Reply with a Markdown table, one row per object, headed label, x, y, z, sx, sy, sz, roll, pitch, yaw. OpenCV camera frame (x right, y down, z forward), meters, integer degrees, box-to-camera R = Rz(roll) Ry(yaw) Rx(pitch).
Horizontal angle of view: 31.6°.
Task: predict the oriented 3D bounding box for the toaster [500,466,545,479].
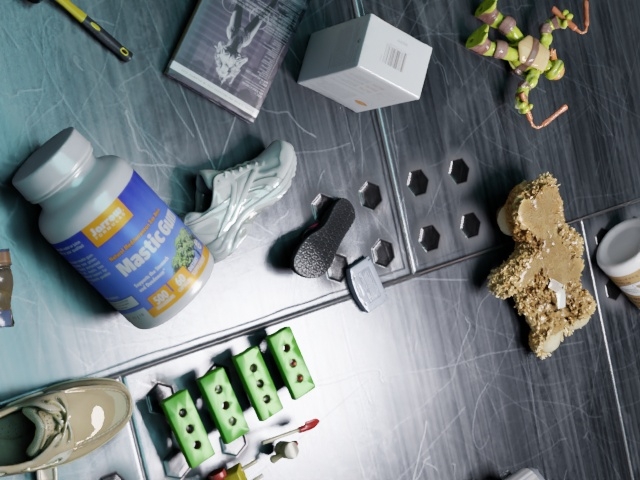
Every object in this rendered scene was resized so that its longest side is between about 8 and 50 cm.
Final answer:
| label | x | y | z | sx | sy | sz | roll | pitch | yaw |
| --- | --- | --- | --- | --- | --- | --- | --- | --- | --- |
| toaster | 0.345 | 0.514 | 1.946 | 0.146 | 0.129 | 0.227 | -21 | 72 | -29 |

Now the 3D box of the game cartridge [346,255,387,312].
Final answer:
| label | x | y | z | sx | sy | sz | roll | pitch | yaw |
| --- | --- | --- | --- | --- | --- | --- | --- | --- | --- |
| game cartridge | 0.075 | 0.075 | 1.877 | 0.056 | 0.017 | 0.083 | -32 | 105 | -35 |

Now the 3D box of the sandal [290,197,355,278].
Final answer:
| label | x | y | z | sx | sy | sz | roll | pitch | yaw |
| --- | --- | --- | --- | --- | --- | --- | --- | --- | --- |
| sandal | 0.000 | 0.000 | 1.820 | 0.067 | 0.040 | 0.179 | 59 | 45 | -24 |

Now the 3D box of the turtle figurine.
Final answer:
| label | x | y | z | sx | sy | sz | roll | pitch | yaw |
| --- | --- | --- | --- | --- | --- | --- | --- | --- | --- |
| turtle figurine | 0.376 | -0.357 | 2.068 | 0.217 | 0.087 | 0.270 | 28 | 80 | -23 |

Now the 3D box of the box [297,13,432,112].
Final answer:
| label | x | y | z | sx | sy | sz | roll | pitch | yaw |
| --- | --- | --- | --- | --- | --- | --- | --- | --- | --- |
| box | 0.068 | -0.278 | 1.797 | 0.130 | 0.170 | 0.091 | 22 | 76 | -32 |

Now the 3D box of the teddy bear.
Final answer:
| label | x | y | z | sx | sy | sz | roll | pitch | yaw |
| --- | --- | --- | --- | --- | --- | --- | --- | --- | --- |
| teddy bear | 0.398 | 0.048 | 2.064 | 0.245 | 0.113 | 0.338 | -46 | 120 | -20 |

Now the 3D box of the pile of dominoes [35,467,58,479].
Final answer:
| label | x | y | z | sx | sy | sz | roll | pitch | yaw |
| --- | --- | --- | --- | --- | --- | --- | --- | --- | --- |
| pile of dominoes | -0.440 | 0.404 | 1.501 | 0.196 | 0.040 | 0.251 | -1 | 80 | -34 |

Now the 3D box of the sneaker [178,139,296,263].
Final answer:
| label | x | y | z | sx | sy | sz | roll | pitch | yaw |
| --- | --- | --- | --- | --- | --- | --- | --- | --- | --- |
| sneaker | -0.126 | -0.081 | 1.703 | 0.115 | 0.090 | 0.232 | 46 | 63 | -20 |

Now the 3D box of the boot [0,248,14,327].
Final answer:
| label | x | y | z | sx | sy | sz | roll | pitch | yaw |
| --- | --- | --- | --- | --- | --- | --- | --- | --- | --- |
| boot | -0.490 | 0.078 | 1.443 | 0.219 | 0.082 | 0.106 | -12 | 92 | -37 |

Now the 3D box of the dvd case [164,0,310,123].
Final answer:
| label | x | y | z | sx | sy | sz | roll | pitch | yaw |
| --- | --- | --- | --- | --- | --- | --- | --- | --- | --- |
| dvd case | -0.124 | -0.315 | 1.736 | 0.164 | 0.018 | 0.221 | 28 | 82 | -31 |

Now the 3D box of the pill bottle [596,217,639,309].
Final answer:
| label | x | y | z | sx | sy | sz | roll | pitch | yaw |
| --- | --- | --- | --- | --- | --- | --- | --- | --- | --- |
| pill bottle | 0.655 | 0.072 | 2.211 | 0.229 | 0.131 | 0.131 | 42 | 66 | -26 |

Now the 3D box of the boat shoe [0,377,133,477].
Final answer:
| label | x | y | z | sx | sy | sz | roll | pitch | yaw |
| --- | --- | --- | --- | --- | --- | --- | --- | --- | --- |
| boat shoe | -0.373 | 0.253 | 1.494 | 0.302 | 0.098 | 0.109 | -13 | 86 | -36 |

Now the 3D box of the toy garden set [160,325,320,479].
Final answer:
| label | x | y | z | sx | sy | sz | roll | pitch | yaw |
| --- | --- | --- | --- | --- | --- | --- | --- | --- | --- |
| toy garden set | -0.111 | 0.276 | 1.719 | 0.244 | 0.049 | 0.204 | -29 | 102 | -33 |

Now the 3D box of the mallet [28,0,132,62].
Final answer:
| label | x | y | z | sx | sy | sz | roll | pitch | yaw |
| --- | --- | --- | --- | --- | --- | --- | --- | --- | --- |
| mallet | -0.337 | -0.326 | 1.604 | 0.189 | 0.039 | 0.062 | 33 | 67 | -34 |

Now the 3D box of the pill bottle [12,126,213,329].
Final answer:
| label | x | y | z | sx | sy | sz | roll | pitch | yaw |
| --- | --- | --- | --- | --- | --- | --- | --- | --- | --- |
| pill bottle | -0.285 | -0.020 | 1.548 | 0.272 | 0.152 | 0.152 | 49 | 63 | -24 |
